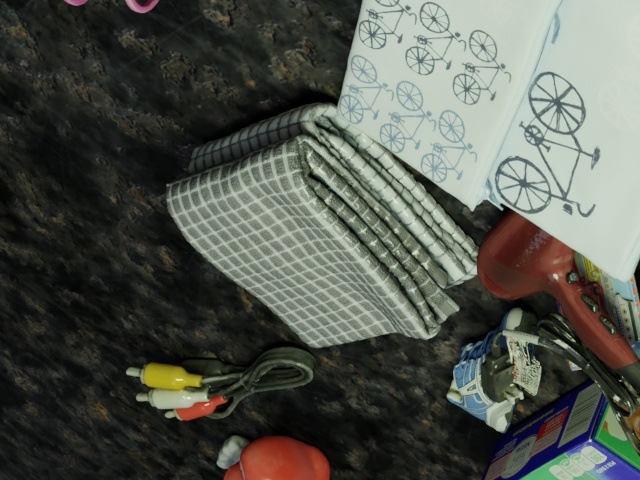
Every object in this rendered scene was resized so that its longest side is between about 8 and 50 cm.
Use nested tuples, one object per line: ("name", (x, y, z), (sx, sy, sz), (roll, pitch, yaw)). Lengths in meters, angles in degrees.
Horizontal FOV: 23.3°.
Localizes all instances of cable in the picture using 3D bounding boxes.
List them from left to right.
("cable", (-0.114, 0.199, 2.028), (0.287, 0.072, 0.139), (-4, 139, 38))

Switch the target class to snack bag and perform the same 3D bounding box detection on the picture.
("snack bag", (0.177, -0.133, 1.364), (0.342, 0.037, 0.323), (35, 143, 15))

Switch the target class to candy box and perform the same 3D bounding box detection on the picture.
("candy box", (0.375, 0.315, 1.778), (0.317, 0.122, 0.268), (34, 144, -7))

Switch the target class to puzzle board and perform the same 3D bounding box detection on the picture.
("puzzle board", (0.278, 0.064, 1.562), (0.096, 0.011, 0.128), (-13, 89, 45))

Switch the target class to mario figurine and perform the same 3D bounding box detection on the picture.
("mario figurine", (-0.067, 0.394, 2.156), (0.198, 0.170, 0.320), (13, 143, 26))

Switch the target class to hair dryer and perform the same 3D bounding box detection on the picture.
("hair dryer", (0.253, 0.052, 1.531), (0.223, 0.080, 0.293), (14, 123, 37))

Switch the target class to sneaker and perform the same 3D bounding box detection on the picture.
("sneaker", (0.191, 0.144, 1.732), (0.081, 0.080, 0.211), (20, 143, 8))

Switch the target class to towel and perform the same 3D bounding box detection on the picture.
("towel", (0.000, 0.000, 1.654), (0.283, 0.121, 0.235), (46, 143, -22))

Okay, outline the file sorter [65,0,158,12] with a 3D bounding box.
("file sorter", (-0.259, -0.334, 1.367), (0.291, 0.182, 0.202), (13, 142, 22))
